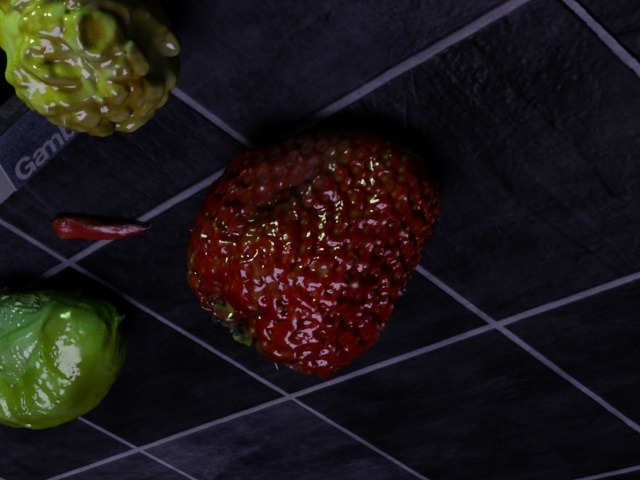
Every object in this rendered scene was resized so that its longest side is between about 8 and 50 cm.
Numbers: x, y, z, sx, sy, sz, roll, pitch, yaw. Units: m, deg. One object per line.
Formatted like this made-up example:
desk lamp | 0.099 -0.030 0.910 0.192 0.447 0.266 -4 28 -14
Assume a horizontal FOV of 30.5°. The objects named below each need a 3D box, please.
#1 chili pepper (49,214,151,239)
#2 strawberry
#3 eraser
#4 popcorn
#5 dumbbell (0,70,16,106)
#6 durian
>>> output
chili pepper | -0.344 -0.017 1.821 0.178 0.027 0.045 2 143 13
strawberry | 0.000 0.000 1.552 0.312 0.267 0.351 36 115 -21
eraser | -0.359 -0.149 1.485 0.046 0.212 0.092 29 154 31
popcorn | -0.272 -0.232 1.358 0.235 0.217 0.181 35 114 -19
dumbbell | -0.497 -0.152 1.570 0.218 0.152 0.152 4 144 14
durian | -0.470 0.202 2.027 0.339 0.204 0.256 -5 130 24
